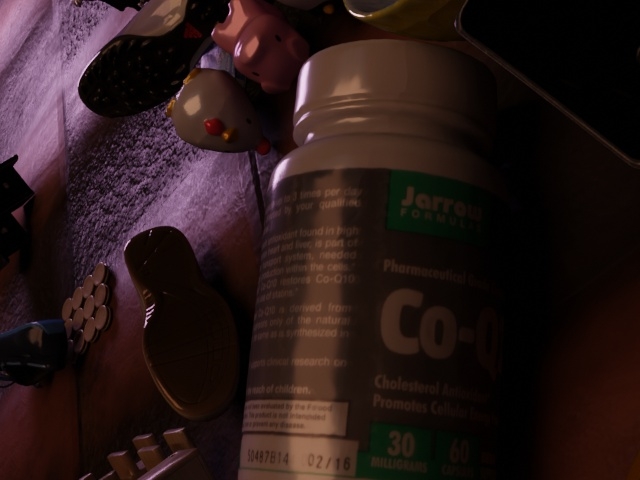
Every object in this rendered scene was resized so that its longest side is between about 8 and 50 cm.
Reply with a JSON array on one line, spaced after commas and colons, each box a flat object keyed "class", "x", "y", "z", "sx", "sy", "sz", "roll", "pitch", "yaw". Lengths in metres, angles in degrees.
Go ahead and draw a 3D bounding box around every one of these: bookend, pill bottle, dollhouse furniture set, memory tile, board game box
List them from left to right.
[{"class": "bookend", "x": -0.567, "y": -0.046, "z": 1.836, "sx": 0.072, "sy": 0.156, "sz": 0.157, "roll": -31, "pitch": 98, "yaw": 45}, {"class": "memory tile", "x": -0.353, "y": 0.111, "z": 1.545, "sx": 0.148, "sy": 0.012, "sz": 0.113, "roll": -41, "pitch": 47, "yaw": 38}, {"class": "dollhouse furniture set", "x": -0.187, "y": 0.322, "z": 1.082, "sx": 0.242, "sy": 0.212, "sz": 0.161, "roll": -21, "pitch": 99, "yaw": 51}, {"class": "board game box", "x": -0.129, "y": -0.217, "z": 1.346, "sx": 0.090, "sy": 0.020, "sz": 0.090, "roll": -24, "pitch": 58, "yaw": 49}, {"class": "pill bottle", "x": 0.049, "y": 0.036, "z": 0.837, "sx": 0.204, "sy": 0.204, "sz": 0.361, "roll": -13, "pitch": 68, "yaw": 52}]

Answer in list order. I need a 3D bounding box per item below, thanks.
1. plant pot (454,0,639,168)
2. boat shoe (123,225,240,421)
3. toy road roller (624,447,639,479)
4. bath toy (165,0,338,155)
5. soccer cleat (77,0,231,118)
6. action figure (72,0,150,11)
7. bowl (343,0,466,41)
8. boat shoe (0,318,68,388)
[{"class": "plant pot", "x": 0.237, "y": -0.158, "z": 0.663, "sx": 0.188, "sy": 0.167, "sz": 0.187, "roll": 48, "pitch": 117, "yaw": 37}, {"class": "boat shoe", "x": -0.160, "y": 0.108, "z": 1.211, "sx": 0.302, "sy": 0.109, "sz": 0.098, "roll": -121, "pitch": 15, "yaw": -46}, {"class": "toy road roller", "x": 0.300, "y": 0.157, "z": 0.490, "sx": 0.329, "sy": 0.241, "sz": 0.202, "roll": 88, "pitch": 172, "yaw": -57}, {"class": "bath toy", "x": -0.049, "y": -0.235, "z": 1.159, "sx": 0.348, "sy": 0.129, "sz": 0.151, "roll": -55, "pitch": -5, "yaw": 23}, {"class": "soccer cleat", "x": -0.193, "y": -0.284, "z": 1.356, "sx": 0.318, "sy": 0.108, "sz": 0.116, "roll": -39, "pitch": 30, "yaw": 18}, {"class": "action figure", "x": -0.260, "y": -0.337, "z": 1.471, "sx": 0.164, "sy": 0.141, "sz": 0.275, "roll": -9, "pitch": 70, "yaw": 38}, {"class": "bowl", "x": 0.160, "y": -0.267, "z": 0.816, "sx": 0.289, "sy": 0.156, "sz": 0.289, "roll": -46, "pitch": 28, "yaw": 34}, {"class": "boat shoe", "x": -0.469, "y": 0.187, "z": 1.593, "sx": 0.258, "sy": 0.109, "sz": 0.089, "roll": -26, "pitch": 73, "yaw": 58}]
